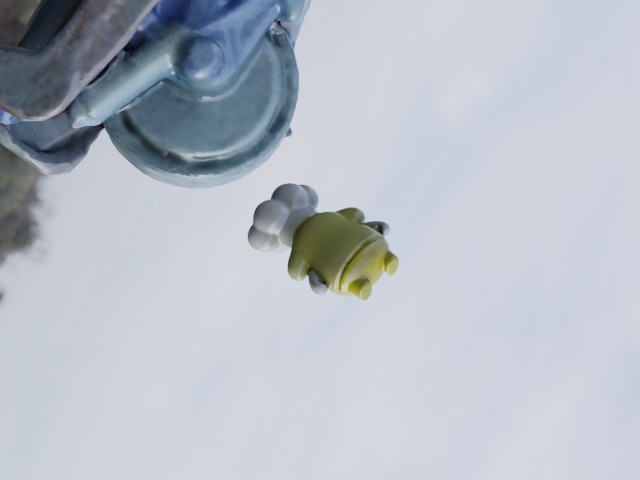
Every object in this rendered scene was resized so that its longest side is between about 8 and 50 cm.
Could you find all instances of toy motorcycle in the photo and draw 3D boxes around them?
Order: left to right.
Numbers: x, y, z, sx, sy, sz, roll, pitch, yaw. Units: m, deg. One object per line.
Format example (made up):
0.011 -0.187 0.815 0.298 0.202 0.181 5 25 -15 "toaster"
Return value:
-0.089 -0.195 0.917 0.182 0.241 0.319 -4 -119 60 "toy motorcycle"

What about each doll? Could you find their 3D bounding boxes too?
0.000 0.000 1.689 0.106 0.162 0.062 -41 144 -25 "doll"
